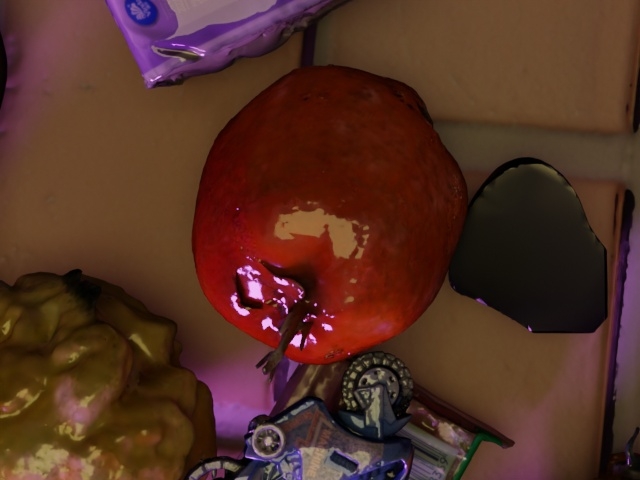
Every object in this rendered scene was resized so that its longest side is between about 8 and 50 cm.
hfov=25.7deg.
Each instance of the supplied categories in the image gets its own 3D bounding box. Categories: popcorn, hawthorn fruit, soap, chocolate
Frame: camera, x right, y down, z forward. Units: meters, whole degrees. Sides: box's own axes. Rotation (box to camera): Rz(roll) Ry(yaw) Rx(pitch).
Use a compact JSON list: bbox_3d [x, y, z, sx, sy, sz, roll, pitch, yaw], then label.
[{"bbox_3d":[-0.230,0.146,1.114,0.286,0.252,0.215,12,140,29],"label":"popcorn"},{"bbox_3d":[0.000,0.000,1.054,0.211,0.299,0.211,6,124,9],"label":"hawthorn fruit"},{"bbox_3d":[0.005,0.227,1.137,0.218,0.098,0.273,30,84,0],"label":"soap"},{"bbox_3d":[0.168,0.008,1.143,0.125,0.080,0.149,-27,100,18],"label":"chocolate"}]

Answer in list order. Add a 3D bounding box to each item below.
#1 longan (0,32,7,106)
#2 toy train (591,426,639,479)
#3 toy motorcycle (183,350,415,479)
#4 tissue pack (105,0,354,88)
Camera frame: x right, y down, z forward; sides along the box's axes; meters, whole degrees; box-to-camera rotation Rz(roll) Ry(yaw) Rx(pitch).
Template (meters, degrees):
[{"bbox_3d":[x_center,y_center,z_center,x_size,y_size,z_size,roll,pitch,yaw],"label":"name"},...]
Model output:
[{"bbox_3d":[-0.353,-0.145,1.112,0.196,0.196,0.220,-43,96,7],"label":"longan"},{"bbox_3d":[0.213,0.358,1.128,0.249,0.178,0.429,0,96,14],"label":"toy train"},{"bbox_3d":[-0.005,0.175,1.058,0.205,0.076,0.114,-33,91,-6],"label":"toy motorcycle"},{"bbox_3d":[-0.087,-0.313,1.093,0.242,0.160,0.338,-24,94,7],"label":"tissue pack"}]
